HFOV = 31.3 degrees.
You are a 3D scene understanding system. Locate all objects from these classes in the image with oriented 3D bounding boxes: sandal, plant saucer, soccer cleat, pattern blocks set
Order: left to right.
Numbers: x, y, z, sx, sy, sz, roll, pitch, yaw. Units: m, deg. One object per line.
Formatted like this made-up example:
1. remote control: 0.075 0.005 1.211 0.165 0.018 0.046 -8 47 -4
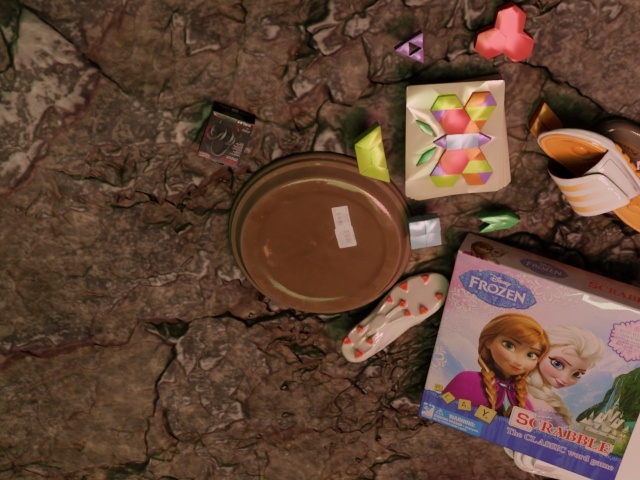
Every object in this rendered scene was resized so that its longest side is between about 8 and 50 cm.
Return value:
1. plant saucer: 0.000 0.000 1.675 0.277 0.041 0.278 1 122 2
2. soccer cleat: 0.113 0.115 1.735 0.196 0.076 0.068 -38 78 6
3. pattern blocks set: 0.188 -0.141 1.559 0.285 0.026 0.325 -17 120 4
4. sandal: 0.394 -0.059 1.559 0.265 0.076 0.102 37 155 -28
5. sandal: 0.474 -0.104 1.570 0.219 0.060 0.090 23 121 -11

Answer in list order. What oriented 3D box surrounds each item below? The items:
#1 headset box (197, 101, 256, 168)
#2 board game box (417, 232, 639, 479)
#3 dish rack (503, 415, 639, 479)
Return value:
1. headset box: -0.133 -0.144 1.593 0.062 0.032 0.083 19 120 -9
2. board game box: 0.329 0.180 1.698 0.318 0.066 0.318 18 123 14
3. dish rack: 0.465 0.275 1.811 0.285 0.072 0.333 13 124 -6
